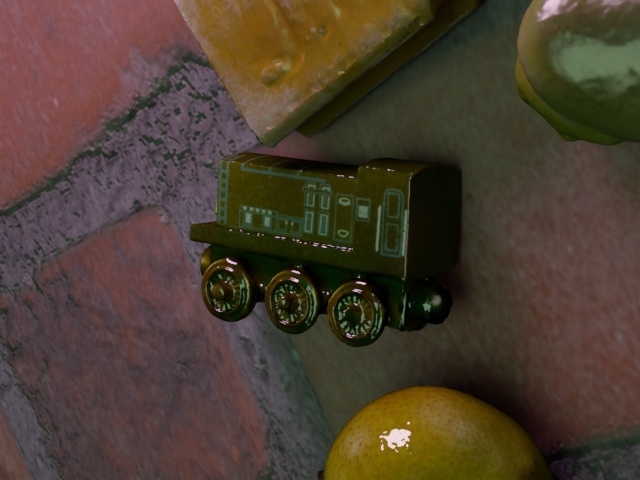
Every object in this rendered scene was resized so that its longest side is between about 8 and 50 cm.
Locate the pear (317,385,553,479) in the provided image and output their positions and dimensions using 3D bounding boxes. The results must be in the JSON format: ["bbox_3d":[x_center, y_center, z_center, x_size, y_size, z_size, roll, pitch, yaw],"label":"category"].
[{"bbox_3d":[0.069,0.187,1.073,0.216,0.166,0.180,23,132,53],"label":"pear"}]

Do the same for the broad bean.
[{"bbox_3d":[0.203,-0.122,0.920,0.174,0.082,0.124,-4,99,38],"label":"broad bean"}]

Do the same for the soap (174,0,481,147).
[{"bbox_3d":[0.020,-0.198,1.032,0.257,0.080,0.160,-37,81,38],"label":"soap"}]

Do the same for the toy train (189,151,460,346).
[{"bbox_3d":[0.000,0.000,1.104,0.225,0.090,0.137,9,101,34],"label":"toy train"}]
